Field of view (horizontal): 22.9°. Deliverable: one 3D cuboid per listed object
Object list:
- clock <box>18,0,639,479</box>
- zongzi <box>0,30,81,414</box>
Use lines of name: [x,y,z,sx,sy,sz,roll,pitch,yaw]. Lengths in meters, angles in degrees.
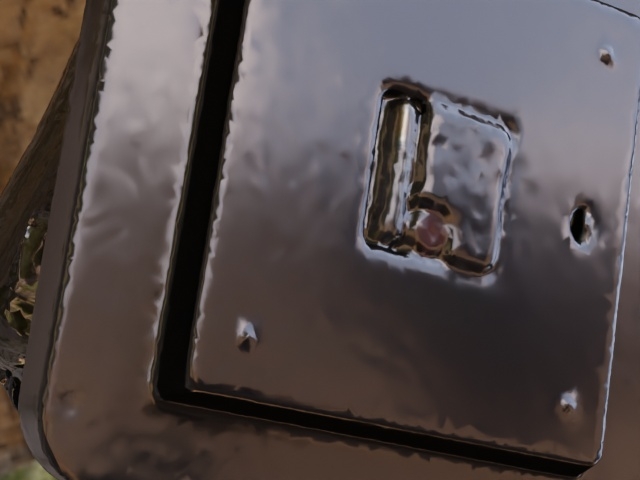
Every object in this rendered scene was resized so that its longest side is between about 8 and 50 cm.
clock: [0.035,-0.021,0.606,0.049,0.273,0.279,-9,-110,58]
zongzi: [0.000,0.000,1.088,0.208,0.432,0.403,-25,-141,59]
